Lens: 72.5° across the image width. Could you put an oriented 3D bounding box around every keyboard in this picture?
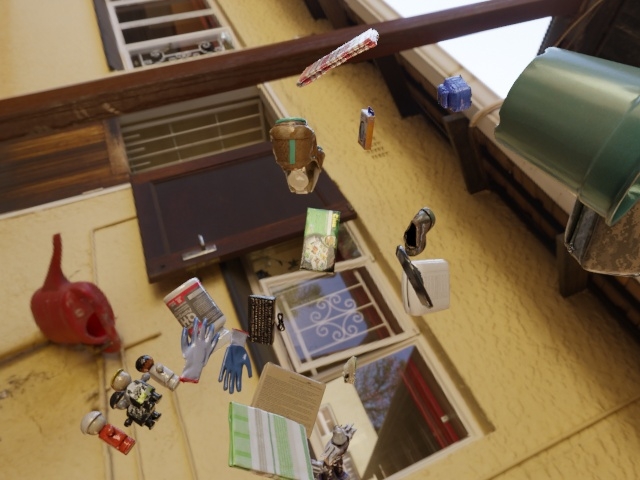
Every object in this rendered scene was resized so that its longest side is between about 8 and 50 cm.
[{"bbox_3d":[-0.152,0.229,1.234,0.023,0.108,0.180,-88,-176,-55],"label":"keyboard"}]

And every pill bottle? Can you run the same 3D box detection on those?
[{"bbox_3d":[-0.530,0.338,1.930,0.319,0.176,0.176,54,-16,-1],"label":"pill bottle"}]

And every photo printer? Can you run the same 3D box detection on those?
[{"bbox_3d":[0.490,0.218,2.050,0.107,0.307,0.256,-3,-91,45],"label":"photo printer"}]

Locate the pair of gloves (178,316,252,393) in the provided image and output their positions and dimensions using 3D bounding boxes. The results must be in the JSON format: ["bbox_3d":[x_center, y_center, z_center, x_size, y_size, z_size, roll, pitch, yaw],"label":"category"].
[{"bbox_3d":[-0.245,0.275,1.043,0.023,0.198,0.159,-30,-135,44],"label":"pair of gloves"}]

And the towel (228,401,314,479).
[{"bbox_3d":[-0.080,0.323,0.689,0.152,0.023,0.113,31,20,-27],"label":"towel"}]

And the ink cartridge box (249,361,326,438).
[{"bbox_3d":[-0.122,0.573,1.569,0.088,0.234,0.193,124,-12,-63],"label":"ink cartridge box"}]

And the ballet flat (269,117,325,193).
[{"bbox_3d":[-0.046,-0.172,0.989,0.342,0.116,0.124,22,66,-89],"label":"ballet flat"}]

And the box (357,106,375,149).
[{"bbox_3d":[0.160,-0.393,1.523,0.081,0.028,0.136,-115,-157,-55],"label":"box"}]

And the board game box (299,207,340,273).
[{"bbox_3d":[0.000,0.000,1.711,0.030,0.136,0.260,95,2,-68],"label":"board game box"}]

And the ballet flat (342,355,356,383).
[{"bbox_3d":[0.111,0.508,1.690,0.057,0.052,0.168,-94,-179,-49],"label":"ballet flat"}]

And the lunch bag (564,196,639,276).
[{"bbox_3d":[0.868,-0.071,1.309,0.256,0.212,0.305,-68,163,-62],"label":"lunch bag"}]

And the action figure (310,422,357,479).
[{"bbox_3d":[0.038,0.682,1.361,0.099,0.185,0.285,26,-58,39],"label":"action figure"}]

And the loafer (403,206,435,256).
[{"bbox_3d":[0.337,-0.019,1.587,0.096,0.084,0.267,50,-23,25],"label":"loafer"}]

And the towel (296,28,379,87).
[{"bbox_3d":[0.039,-0.409,0.987,0.029,0.197,0.144,57,24,-24],"label":"towel"}]

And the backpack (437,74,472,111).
[{"bbox_3d":[0.472,-0.504,1.533,0.120,0.101,0.098,-108,178,-47],"label":"backpack"}]

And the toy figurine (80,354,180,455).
[{"bbox_3d":[-0.494,0.419,1.150,0.148,0.210,0.213,31,8,3],"label":"toy figurine"}]

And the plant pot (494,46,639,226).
[{"bbox_3d":[0.620,-0.265,1.009,0.334,0.341,0.341,41,-30,31],"label":"plant pot"}]

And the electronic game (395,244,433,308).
[{"bbox_3d":[0.306,0.117,1.421,0.229,0.048,0.229,60,8,-14],"label":"electronic game"}]
